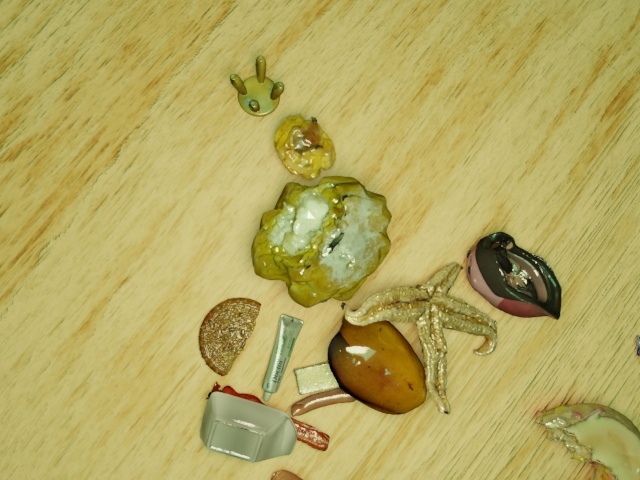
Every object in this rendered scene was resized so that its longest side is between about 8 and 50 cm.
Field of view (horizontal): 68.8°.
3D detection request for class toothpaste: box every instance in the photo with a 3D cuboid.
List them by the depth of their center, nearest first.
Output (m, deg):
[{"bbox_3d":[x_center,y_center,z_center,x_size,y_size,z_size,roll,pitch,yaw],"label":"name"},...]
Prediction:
[{"bbox_3d":[-0.104,0.298,1.184,0.064,0.041,0.218,20,82,-16],"label":"toothpaste"}]

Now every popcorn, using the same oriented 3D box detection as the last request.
[{"bbox_3d":[-0.039,-0.234,1.176,0.167,0.152,0.148,35,65,-12],"label":"popcorn"}]

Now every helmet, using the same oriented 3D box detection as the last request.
[{"bbox_3d":[0.476,0.102,1.191,0.253,0.154,0.198,49,43,-11],"label":"helmet"}]

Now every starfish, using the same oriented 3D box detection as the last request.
[{"bbox_3d":[0.267,0.221,1.127,0.432,0.082,0.323,-21,84,-42],"label":"starfish"}]

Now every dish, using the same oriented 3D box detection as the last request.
[{"bbox_3d":[-0.175,0.468,1.123,0.234,0.064,0.153,16,109,-3],"label":"dish"}]

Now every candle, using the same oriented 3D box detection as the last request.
[{"bbox_3d":[-0.124,0.439,1.169,0.329,0.048,0.051,27,101,-4],"label":"candle"}]

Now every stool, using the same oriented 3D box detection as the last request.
[{"bbox_3d":[-0.159,-0.383,1.183,0.134,0.110,0.134,9,87,-5],"label":"stool"}]

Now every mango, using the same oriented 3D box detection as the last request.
[{"bbox_3d":[0.140,0.308,1.140,0.287,0.152,0.201,40,95,-8],"label":"mango"}]

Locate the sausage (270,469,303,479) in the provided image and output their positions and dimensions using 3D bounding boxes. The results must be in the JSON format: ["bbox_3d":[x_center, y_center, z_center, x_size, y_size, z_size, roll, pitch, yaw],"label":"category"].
[{"bbox_3d":[-0.008,0.673,1.144,0.289,0.086,0.086,43,84,-1],"label":"sausage"}]

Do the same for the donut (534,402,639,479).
[{"bbox_3d":[0.682,0.591,1.179,0.308,0.150,0.370,3,86,-5],"label":"donut"}]

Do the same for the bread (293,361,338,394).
[{"bbox_3d":[0.012,0.345,1.195,0.154,0.028,0.068,-11,87,-7],"label":"bread"}]

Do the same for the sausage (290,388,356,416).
[{"bbox_3d":[0.011,0.406,1.181,0.177,0.040,0.047,-11,48,-7],"label":"sausage"}]

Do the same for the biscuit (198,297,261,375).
[{"bbox_3d":[-0.240,0.231,1.180,0.126,0.025,0.206,26,84,-3],"label":"biscuit"}]

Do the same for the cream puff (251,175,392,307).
[{"bbox_3d":[0.008,-0.003,1.134,0.274,0.270,0.323,40,84,-36],"label":"cream puff"}]

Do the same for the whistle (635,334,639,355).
[{"bbox_3d":[0.881,0.301,1.276,0.033,0.029,0.083,0,79,-21],"label":"whistle"}]
